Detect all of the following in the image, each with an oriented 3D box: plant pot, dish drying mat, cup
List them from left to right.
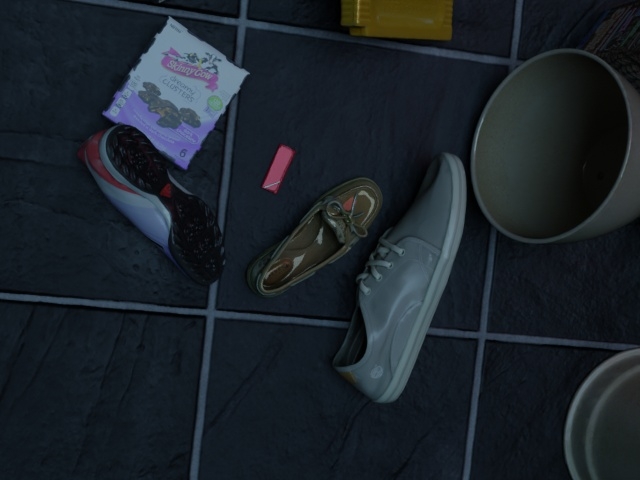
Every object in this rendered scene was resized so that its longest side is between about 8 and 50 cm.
[{"bbox_3d":[-0.073,-0.123,1.837,0.032,0.008,0.083,25,87,-13],"label":"dish drying mat"},{"bbox_3d":[0.461,-0.139,1.834,0.237,0.331,0.331,12,90,-38],"label":"cup"},{"bbox_3d":[0.650,0.375,1.886,0.334,0.305,0.333,-1,93,-14],"label":"plant pot"}]

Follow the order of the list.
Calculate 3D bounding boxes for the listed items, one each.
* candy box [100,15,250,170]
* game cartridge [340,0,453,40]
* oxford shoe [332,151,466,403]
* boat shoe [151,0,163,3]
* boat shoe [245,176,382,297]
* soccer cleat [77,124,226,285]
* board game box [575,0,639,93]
[{"bbox_3d":[-0.240,-0.241,1.758,0.165,0.070,0.196,34,85,-13],"label":"candy box"},{"bbox_3d":[0.136,-0.494,1.751,0.285,0.053,0.323,-11,105,-50],"label":"game cartridge"},{"bbox_3d":[0.135,0.058,1.821,0.130,0.169,0.449,19,93,-12],"label":"oxford shoe"},{"bbox_3d":[-0.237,-0.440,1.766,0.125,0.038,0.046,-44,60,-13],"label":"boat shoe"},{"bbox_3d":[0.000,0.000,1.819,0.285,0.089,0.104,-43,101,-8],"label":"boat shoe"},{"bbox_3d":[-0.274,-0.054,1.757,0.318,0.116,0.108,54,52,-26],"label":"soccer cleat"},{"bbox_3d":[0.602,-0.293,1.846,0.232,0.291,0.141,39,85,-12],"label":"board game box"}]
